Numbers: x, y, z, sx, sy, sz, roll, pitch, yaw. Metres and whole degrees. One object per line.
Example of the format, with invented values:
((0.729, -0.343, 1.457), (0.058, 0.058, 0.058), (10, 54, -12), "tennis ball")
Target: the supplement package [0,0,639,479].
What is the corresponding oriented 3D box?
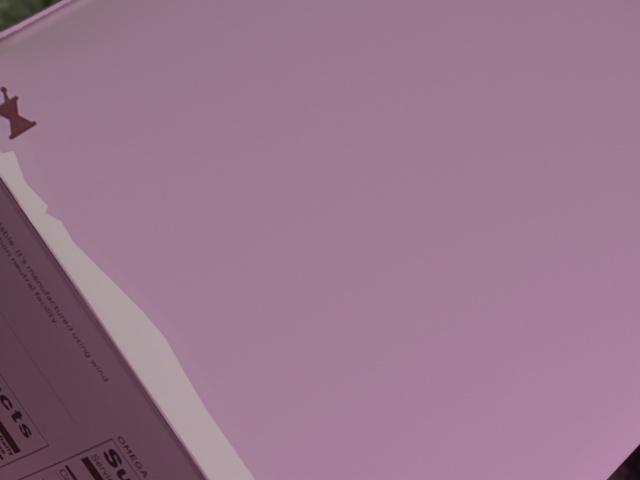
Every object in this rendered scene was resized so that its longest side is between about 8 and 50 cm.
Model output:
((0.000, 0.000, 0.584), (0.262, 0.145, 0.204), (-37, 96, -38), "supplement package")
